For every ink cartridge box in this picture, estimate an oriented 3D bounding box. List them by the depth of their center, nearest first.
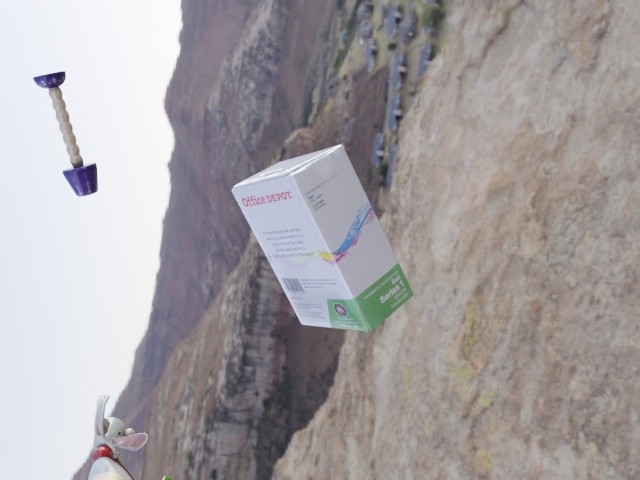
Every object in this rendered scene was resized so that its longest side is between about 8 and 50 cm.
[{"bbox_3d":[0.000,0.000,1.087,0.201,0.117,0.278,-5,116,56],"label":"ink cartridge box"}]

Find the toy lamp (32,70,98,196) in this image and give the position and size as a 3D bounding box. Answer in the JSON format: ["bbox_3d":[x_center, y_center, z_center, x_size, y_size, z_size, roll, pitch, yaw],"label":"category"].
[{"bbox_3d":[-0.561,-0.234,1.473,0.080,0.080,0.274,-110,7,-73],"label":"toy lamp"}]

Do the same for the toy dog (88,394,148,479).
[{"bbox_3d":[-0.435,0.523,1.479,0.333,0.161,0.220,-99,22,-43],"label":"toy dog"}]

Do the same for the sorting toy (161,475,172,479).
[{"bbox_3d":[-0.297,0.530,1.336,0.061,0.042,0.102,59,-153,-62],"label":"sorting toy"}]
